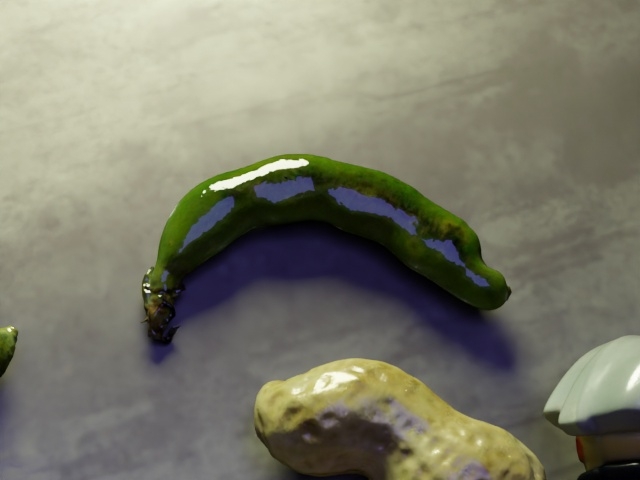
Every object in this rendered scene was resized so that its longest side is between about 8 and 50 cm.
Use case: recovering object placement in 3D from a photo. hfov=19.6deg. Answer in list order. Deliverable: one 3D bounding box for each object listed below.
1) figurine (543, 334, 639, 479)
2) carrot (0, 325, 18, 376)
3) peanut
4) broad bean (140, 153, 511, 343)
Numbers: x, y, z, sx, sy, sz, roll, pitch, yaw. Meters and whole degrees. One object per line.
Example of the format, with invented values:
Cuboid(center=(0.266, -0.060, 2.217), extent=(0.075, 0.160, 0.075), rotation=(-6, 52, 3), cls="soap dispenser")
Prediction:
Cuboid(center=(0.253, 0.189, 1.367), extent=(0.176, 0.133, 0.236), rotation=(12, 71, -37), cls="figurine")
Cuboid(center=(-0.357, 0.170, 1.319), extent=(0.358, 0.074, 0.074), rotation=(-38, 78, -22), cls="carrot")
Cuboid(center=(0.061, 0.156, 1.375), extent=(0.229, 0.098, 0.103), rotation=(28, 35, 7), cls="peanut")
Cuboid(center=(0.000, 0.000, 1.457), extent=(0.292, 0.049, 0.144), rotation=(-4, 75, -8), cls="broad bean")
